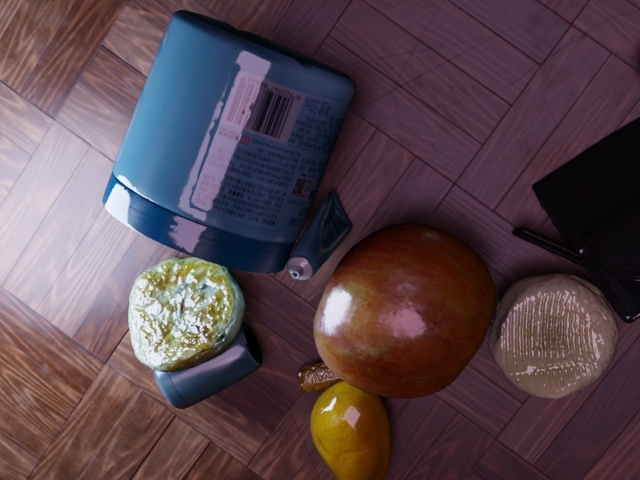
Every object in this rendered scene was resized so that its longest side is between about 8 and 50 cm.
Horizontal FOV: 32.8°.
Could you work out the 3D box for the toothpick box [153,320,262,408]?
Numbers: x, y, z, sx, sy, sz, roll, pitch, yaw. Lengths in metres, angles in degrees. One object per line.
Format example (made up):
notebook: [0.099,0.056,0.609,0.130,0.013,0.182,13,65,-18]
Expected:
toothpick box: [-0.201,0.220,1.975,0.184,0.120,0.120,-25,94,10]

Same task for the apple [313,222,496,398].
apple: [0.154,0.123,1.805,0.302,0.301,0.301,2,99,9]

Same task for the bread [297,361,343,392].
bread: [0.032,0.238,1.975,0.157,0.044,0.052,-17,93,12]

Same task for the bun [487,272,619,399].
bun: [0.394,0.154,1.857,0.221,0.134,0.220,0,96,3]

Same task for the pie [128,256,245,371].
pie: [-0.247,0.130,1.946,0.241,0.054,0.240,-9,57,15]

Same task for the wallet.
wallet: [0.514,-0.042,1.762,0.247,0.041,0.322,-32,50,11]

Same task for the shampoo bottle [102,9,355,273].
shampoo bottle: [-0.147,-0.166,1.795,0.331,0.331,0.342,24,102,5]

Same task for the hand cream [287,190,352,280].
hand cream: [0.000,0.000,1.852,0.048,0.224,0.083,-17,114,32]

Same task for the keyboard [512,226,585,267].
keyboard: [0.407,0.022,1.850,0.381,0.103,0.041,19,87,3]

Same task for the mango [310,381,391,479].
mango: [0.056,0.358,1.961,0.147,0.109,0.227,0,111,13]
